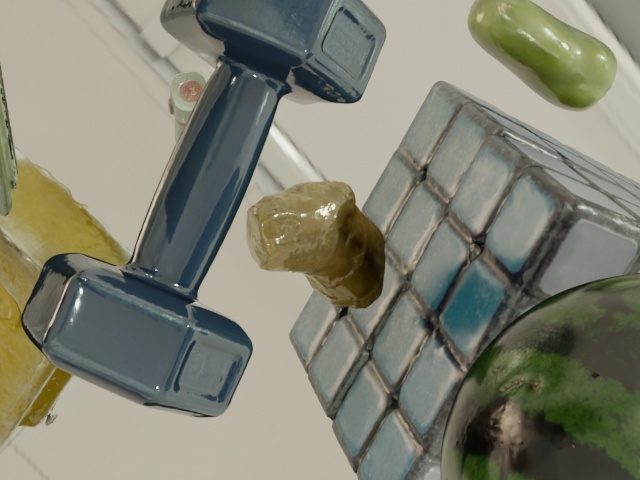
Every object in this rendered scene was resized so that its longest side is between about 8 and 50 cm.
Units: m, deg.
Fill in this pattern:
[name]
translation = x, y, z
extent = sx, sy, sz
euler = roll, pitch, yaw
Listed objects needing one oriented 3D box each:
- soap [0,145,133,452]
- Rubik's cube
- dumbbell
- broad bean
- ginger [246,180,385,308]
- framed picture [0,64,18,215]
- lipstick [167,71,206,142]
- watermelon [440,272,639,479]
[soap]
translation = -0.276, 0.058, 0.928
extent = 0.173, 0.274, 0.089
euler = 44, 42, 5
[Rubik's cube]
translation = 0.218, 0.090, 1.069
extent = 0.344, 0.337, 0.344
euler = 20, 106, -24
[dumbbell]
translation = -0.078, -0.044, 0.746
extent = 0.144, 0.156, 0.316
euler = 25, 85, -28
[broad bean]
translation = 0.235, -0.203, 1.134
extent = 0.174, 0.124, 0.082
euler = 36, 95, -11
[ginger]
translation = 0.000, 0.002, 0.918
extent = 0.190, 0.069, 0.095
euler = 40, 65, -52
[framed picture]
translation = -0.210, -0.187, 0.528
extent = 0.019, 0.296, 0.232
euler = -20, 40, -30
[lipstick]
translation = -0.197, -0.174, 1.601
extent = 0.057, 0.186, 0.063
euler = -10, 68, -12
[watermelon]
translation = 0.220, 0.157, 0.644
extent = 0.285, 0.285, 0.285
euler = 14, 65, -31
